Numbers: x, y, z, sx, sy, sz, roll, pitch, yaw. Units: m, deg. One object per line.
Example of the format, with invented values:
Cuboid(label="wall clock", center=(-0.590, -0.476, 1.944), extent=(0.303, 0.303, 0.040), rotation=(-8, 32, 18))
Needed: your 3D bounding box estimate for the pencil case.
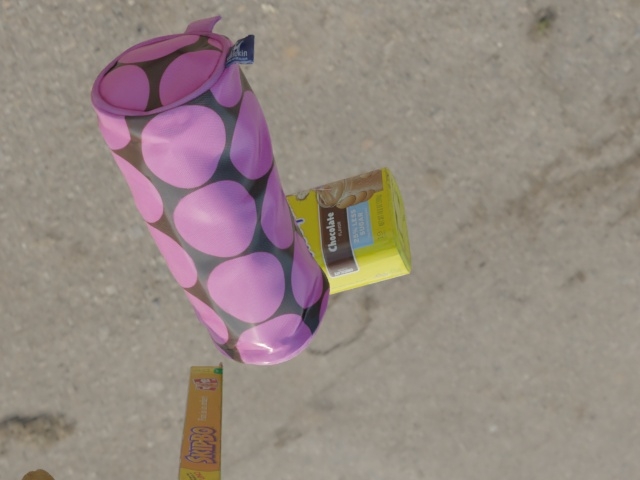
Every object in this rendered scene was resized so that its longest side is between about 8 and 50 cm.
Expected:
Cuboid(label="pencil case", center=(-0.056, -0.026, 0.750), extent=(0.095, 0.098, 0.209), rotation=(-2, 130, 21))

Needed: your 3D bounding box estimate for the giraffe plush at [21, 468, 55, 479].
Cuboid(label="giraffe plush", center=(-0.353, 0.396, 1.493), extent=(0.170, 0.181, 0.210), rotation=(-43, -165, -33))

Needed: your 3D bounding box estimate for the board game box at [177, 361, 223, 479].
Cuboid(label="board game box", center=(-0.091, 0.187, 0.932), extent=(0.039, 0.259, 0.124), rotation=(5, 102, -2))

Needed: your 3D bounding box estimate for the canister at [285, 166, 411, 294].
Cuboid(label="canister", center=(0.000, 0.000, 1.243), extent=(0.170, 0.126, 0.073), rotation=(-16, 137, 12))
